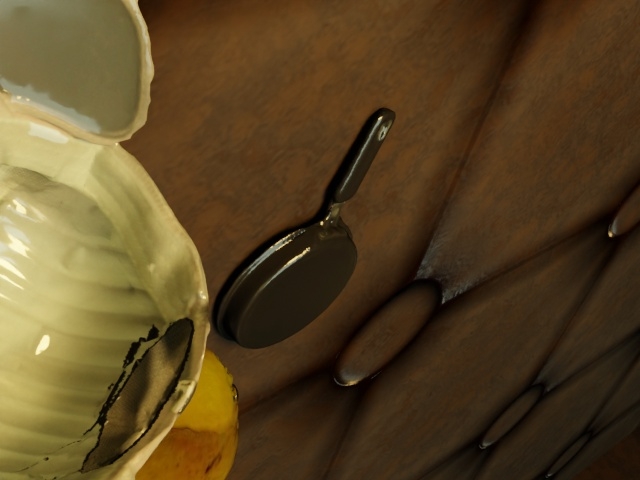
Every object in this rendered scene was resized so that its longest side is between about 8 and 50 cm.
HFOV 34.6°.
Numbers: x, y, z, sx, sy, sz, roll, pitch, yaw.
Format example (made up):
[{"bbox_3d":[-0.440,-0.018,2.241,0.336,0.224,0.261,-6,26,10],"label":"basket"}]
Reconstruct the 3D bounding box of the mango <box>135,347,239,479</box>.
[{"bbox_3d":[-0.161,0.122,0.643,0.167,0.130,0.262,-46,148,14],"label":"mango"}]

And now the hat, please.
[{"bbox_3d":[-0.160,0.003,0.437,0.161,0.232,0.275,-5,139,17],"label":"hat"}]

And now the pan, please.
[{"bbox_3d":[0.000,0.000,0.804,0.136,0.028,0.235,-6,134,-52],"label":"pan"}]
